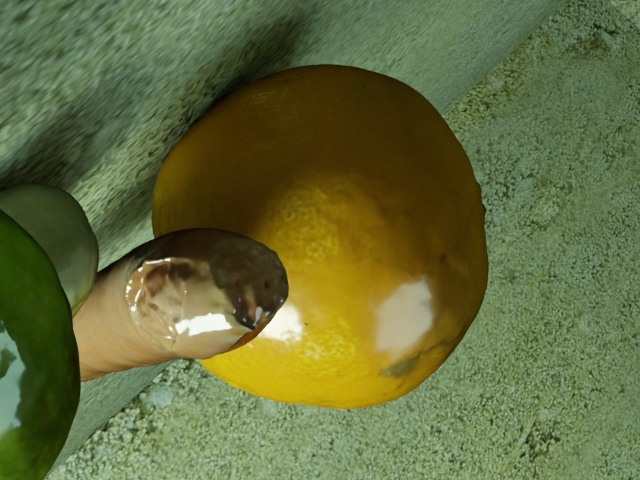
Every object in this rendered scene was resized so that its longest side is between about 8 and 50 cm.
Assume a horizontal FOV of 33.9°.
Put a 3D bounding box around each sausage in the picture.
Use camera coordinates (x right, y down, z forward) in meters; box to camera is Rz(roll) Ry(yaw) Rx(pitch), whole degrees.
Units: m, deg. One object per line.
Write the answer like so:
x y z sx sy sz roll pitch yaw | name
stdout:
-0.144 0.056 0.799 0.419 0.094 0.094 -20 -134 60 | sausage

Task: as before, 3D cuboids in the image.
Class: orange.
0.000 0.000 0.931 0.312 0.312 0.312 -45 176 -4 | orange

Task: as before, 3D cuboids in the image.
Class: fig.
-0.208 0.040 0.514 0.167 0.167 0.233 -41 137 -43 | fig

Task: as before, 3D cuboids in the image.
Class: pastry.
-0.209 0.035 0.696 0.156 0.092 0.156 -47 -175 5 | pastry
